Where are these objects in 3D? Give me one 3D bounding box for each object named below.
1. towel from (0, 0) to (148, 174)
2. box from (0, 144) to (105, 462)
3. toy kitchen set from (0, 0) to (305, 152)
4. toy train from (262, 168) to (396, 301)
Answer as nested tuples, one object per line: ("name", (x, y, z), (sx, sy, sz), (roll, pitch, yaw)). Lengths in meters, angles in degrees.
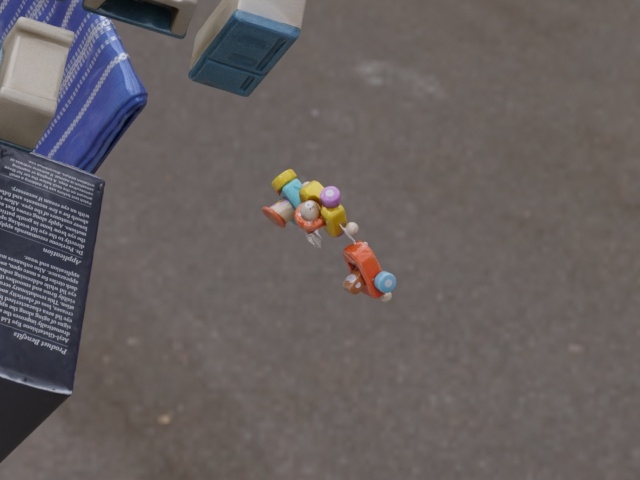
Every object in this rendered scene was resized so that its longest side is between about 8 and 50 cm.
("towel", (-0.289, -0.200, 1.706), (0.040, 0.243, 0.336), (-18, 71, -40))
("box", (-0.261, 0.050, 1.446), (0.108, 0.153, 0.207), (20, 54, -23))
("toy kitchen set", (-0.137, -0.122, 1.351), (0.207, 0.166, 0.122), (16, -23, -16))
("toy train", (0.000, 0.000, 1.698), (0.046, 0.125, 0.166), (-34, 31, -17))
